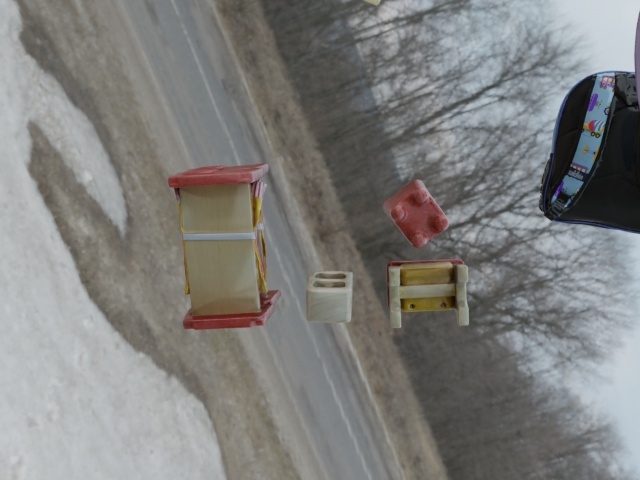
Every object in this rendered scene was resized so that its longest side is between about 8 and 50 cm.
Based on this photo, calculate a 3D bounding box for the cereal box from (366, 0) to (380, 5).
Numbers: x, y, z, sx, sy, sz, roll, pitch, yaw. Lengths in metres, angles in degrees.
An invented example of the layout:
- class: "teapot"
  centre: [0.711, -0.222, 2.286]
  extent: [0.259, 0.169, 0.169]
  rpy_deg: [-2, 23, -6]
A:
- class: "cereal box"
  centre: [0.047, -0.447, 0.940]
  extent: [0.047, 0.173, 0.240]
  rpy_deg: [87, 29, -81]

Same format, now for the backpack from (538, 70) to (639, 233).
- class: "backpack"
  centre: [0.339, -0.101, 0.821]
  extent: [0.117, 0.158, 0.173]
  rpy_deg: [-20, 117, -66]

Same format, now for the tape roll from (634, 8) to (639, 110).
- class: "tape roll"
  centre: [0.310, -0.080, 0.421]
  extent: [0.275, 0.090, 0.275]
  rpy_deg: [157, -90, -85]

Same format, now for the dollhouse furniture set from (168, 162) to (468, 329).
- class: "dollhouse furniture set"
  centre: [0.000, 0.000, 0.953]
  extent: [0.152, 0.374, 0.201]
  rpy_deg: [-76, 164, -80]
